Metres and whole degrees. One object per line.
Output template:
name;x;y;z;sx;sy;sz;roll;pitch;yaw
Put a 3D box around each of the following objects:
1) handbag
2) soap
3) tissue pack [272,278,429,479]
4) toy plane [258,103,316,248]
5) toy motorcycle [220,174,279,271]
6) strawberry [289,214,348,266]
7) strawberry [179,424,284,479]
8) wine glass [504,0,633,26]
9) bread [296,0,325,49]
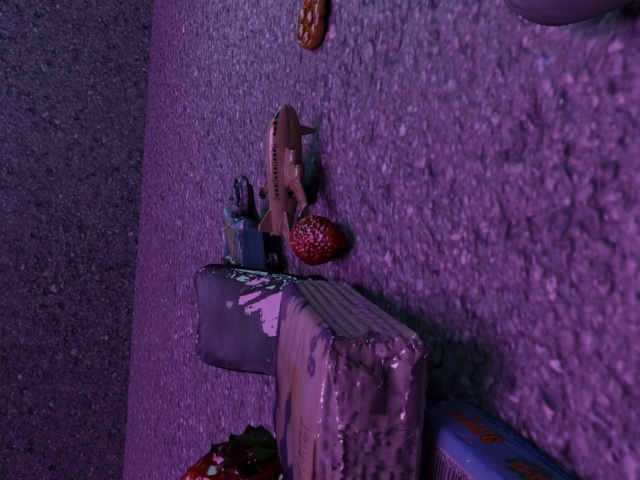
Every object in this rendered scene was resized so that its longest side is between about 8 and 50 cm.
handbag;-0.106;0.143;0.969;0.332;0.075;0.191;4;94;40
soap;0.169;0.268;0.522;0.293;0.077;0.156;30;115;61
tissue pack;0.015;0.191;0.689;0.344;0.126;0.242;-150;65;-79
toy plane;-0.061;-0.116;1.000;0.229;0.093;0.244;-150;67;-62
toy motorcycle;-0.160;0.026;1.154;0.198;0.109;0.296;145;118;-71
strawberry;0.000;0.000;0.886;0.096;0.083;0.083;-13;75;51
strawberry;-0.120;0.451;0.876;0.239;0.250;0.288;19;80;26
wine glass;0.207;-0.227;0.345;0.321;0.144;0.143;-114;31;-82
bread;-0.016;-0.403;1.022;0.110;0.025;0.110;-18;70;62
